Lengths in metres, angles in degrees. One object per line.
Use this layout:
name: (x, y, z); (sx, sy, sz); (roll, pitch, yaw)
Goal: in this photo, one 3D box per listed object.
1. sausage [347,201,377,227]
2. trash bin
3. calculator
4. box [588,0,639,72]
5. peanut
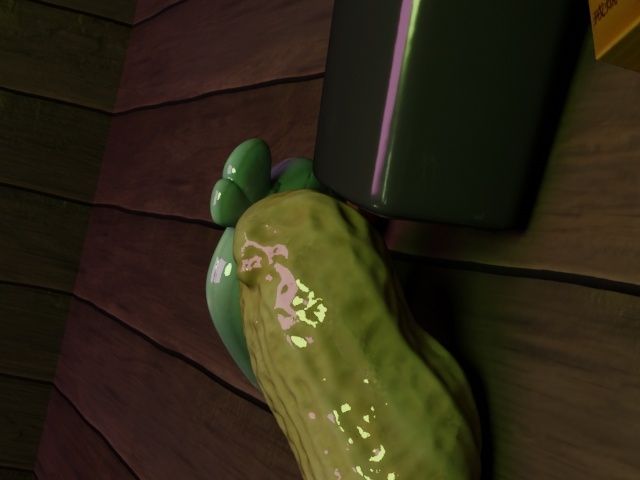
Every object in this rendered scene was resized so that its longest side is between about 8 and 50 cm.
sausage: (0.000, 0.000, 1.237); (0.194, 0.077, 0.077); (132, 144, -51)
trash bin: (0.097, -0.165, 0.952); (0.209, 0.182, 0.290); (-147, 67, -67)
calculator: (-0.023, 0.035, 1.063); (0.042, 0.295, 0.184); (13, 56, 32)
box: (0.237, -0.247, 0.792); (0.152, 0.070, 0.237); (133, 145, -53)
peanut: (0.030, 0.105, 0.929); (0.313, 0.152, 0.152); (63, 148, 8)
